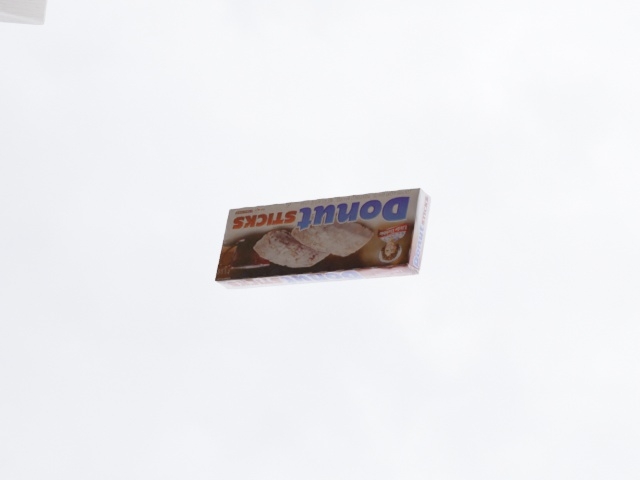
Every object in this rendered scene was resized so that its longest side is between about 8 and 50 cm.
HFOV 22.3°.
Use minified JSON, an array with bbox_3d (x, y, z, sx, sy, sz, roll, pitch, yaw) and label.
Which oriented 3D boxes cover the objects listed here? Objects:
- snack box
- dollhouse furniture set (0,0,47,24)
[{"bbox_3d":[0.000,0.000,1.241,0.178,0.022,0.064,-6,-118,34],"label":"snack box"},{"bbox_3d":[-0.098,-0.185,0.567,0.129,0.129,0.184,3,-107,-12],"label":"dollhouse furniture set"}]
